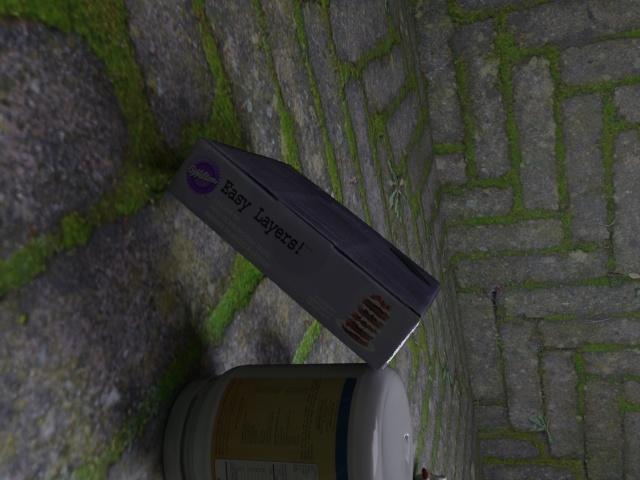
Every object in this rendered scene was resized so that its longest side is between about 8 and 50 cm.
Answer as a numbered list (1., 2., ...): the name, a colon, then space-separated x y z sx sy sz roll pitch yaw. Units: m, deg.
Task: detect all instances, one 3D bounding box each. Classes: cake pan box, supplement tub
1. cake pan box: 0.000 0.000 0.580 0.070 0.266 0.245 -52 170 9
2. supplement tub: -0.025 0.187 0.506 0.144 0.199 0.145 -6 90 -69

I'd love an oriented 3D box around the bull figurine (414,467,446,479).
1. bull figurine: 0.261 0.599 1.231 0.310 0.188 0.101 26 82 -59
